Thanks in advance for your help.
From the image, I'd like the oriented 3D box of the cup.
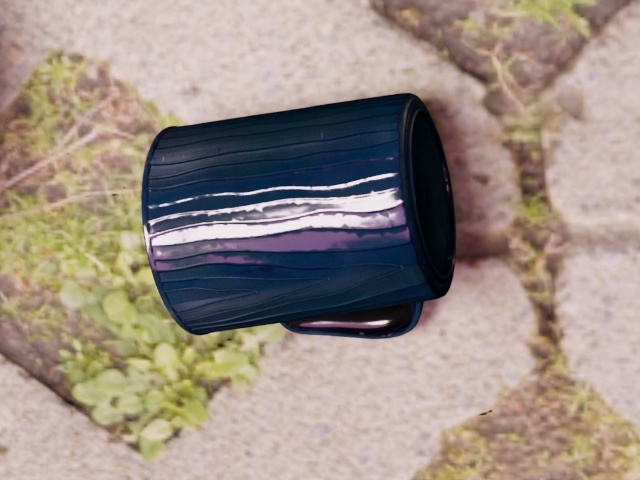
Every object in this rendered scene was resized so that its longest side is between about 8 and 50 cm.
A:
[{"bbox_3d":[-0.001,-0.011,0.756,0.138,0.150,0.113,-8,76,18],"label":"cup"}]
